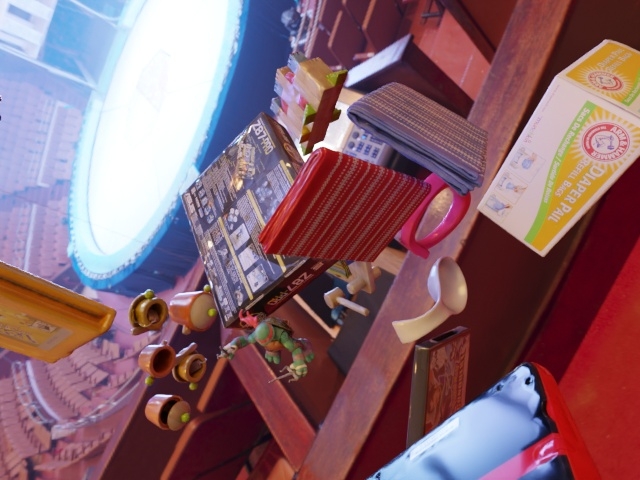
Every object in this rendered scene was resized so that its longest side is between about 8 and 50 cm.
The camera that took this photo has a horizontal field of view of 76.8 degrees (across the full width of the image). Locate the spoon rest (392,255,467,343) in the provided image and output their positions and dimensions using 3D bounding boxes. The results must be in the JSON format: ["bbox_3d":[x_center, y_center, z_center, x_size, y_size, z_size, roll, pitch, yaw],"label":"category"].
[{"bbox_3d":[0.273,0.134,0.926,0.084,0.276,0.137,-20,101,48],"label":"spoon rest"}]

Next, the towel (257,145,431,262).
[{"bbox_3d":[0.049,-0.045,0.678,0.199,0.274,0.031,-54,49,28],"label":"towel"}]

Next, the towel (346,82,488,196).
[{"bbox_3d":[0.196,-0.207,0.750,0.243,0.336,0.040,33,125,6],"label":"towel"}]

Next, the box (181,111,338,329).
[{"bbox_3d":[-0.148,-0.049,0.918,0.318,0.097,0.395,-41,58,21],"label":"box"}]

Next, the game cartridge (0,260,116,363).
[{"bbox_3d":[-0.539,0.119,0.672,0.323,0.285,0.053,-29,39,39],"label":"game cartridge"}]

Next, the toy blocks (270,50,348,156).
[{"bbox_3d":[-0.067,-0.544,1.508,0.261,0.190,0.381,51,151,15],"label":"toy blocks"}]

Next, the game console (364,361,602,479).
[{"bbox_3d":[0.149,0.351,0.469,0.060,0.342,0.387,41,114,1],"label":"game console"}]

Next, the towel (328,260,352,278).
[{"bbox_3d":[0.000,0.000,1.057,0.021,0.237,0.102,-43,31,-25],"label":"towel"}]

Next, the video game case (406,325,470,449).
[{"bbox_3d":[0.264,0.345,0.887,0.035,0.248,0.275,6,93,39],"label":"video game case"}]

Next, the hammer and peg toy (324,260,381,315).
[{"bbox_3d":[0.082,0.071,1.305,0.265,0.127,0.362,22,134,50],"label":"hammer and peg toy"}]

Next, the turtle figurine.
[{"bbox_3d":[-0.096,0.215,0.824,0.175,0.234,0.118,15,76,19],"label":"turtle figurine"}]

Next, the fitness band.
[{"bbox_3d":[0.281,-0.061,0.999,0.054,0.290,0.209,39,98,31],"label":"fitness band"}]

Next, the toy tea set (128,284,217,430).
[{"bbox_3d":[-0.322,0.270,0.951,0.124,0.200,0.337,1,98,30],"label":"toy tea set"}]

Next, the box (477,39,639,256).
[{"bbox_3d":[0.288,-0.096,0.462,0.103,0.114,0.203,43,152,23],"label":"box"}]

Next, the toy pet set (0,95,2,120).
[{"bbox_3d":[-0.425,-0.199,0.450,0.065,0.122,0.114,-3,98,30],"label":"toy pet set"}]
